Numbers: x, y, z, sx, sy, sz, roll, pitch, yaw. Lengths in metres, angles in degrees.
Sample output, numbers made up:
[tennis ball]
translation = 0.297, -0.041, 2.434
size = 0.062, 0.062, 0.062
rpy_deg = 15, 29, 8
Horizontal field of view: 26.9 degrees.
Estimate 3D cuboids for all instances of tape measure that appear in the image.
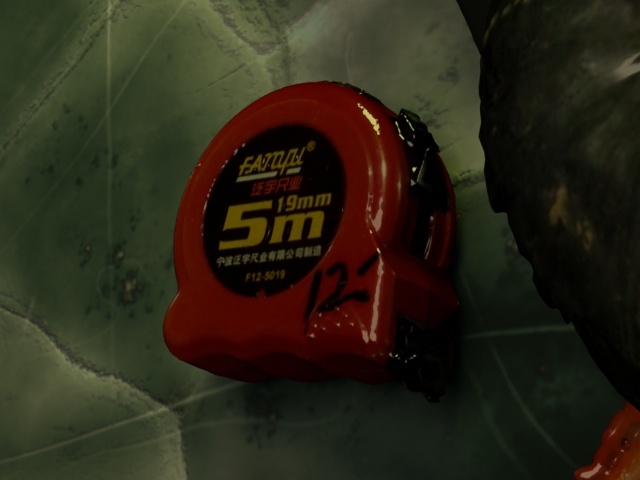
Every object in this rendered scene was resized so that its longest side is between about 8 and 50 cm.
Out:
[tape measure]
translation = 0.000, 0.000, 1.075
size = 0.253, 0.114, 0.260
rpy_deg = -5, 68, 37

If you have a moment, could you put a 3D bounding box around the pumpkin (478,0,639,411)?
[pumpkin]
translation = 0.302, -0.086, 0.713
size = 0.454, 0.344, 0.454
rpy_deg = -24, 59, 46

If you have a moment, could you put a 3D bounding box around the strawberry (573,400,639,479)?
[strawberry]
translation = 0.227, 0.163, 0.875
size = 0.188, 0.082, 0.121
rpy_deg = -52, 31, 23

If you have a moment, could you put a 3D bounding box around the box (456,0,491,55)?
[box]
translation = 0.221, -0.272, 1.022
size = 0.290, 0.073, 0.289
rpy_deg = -34, 57, 25
